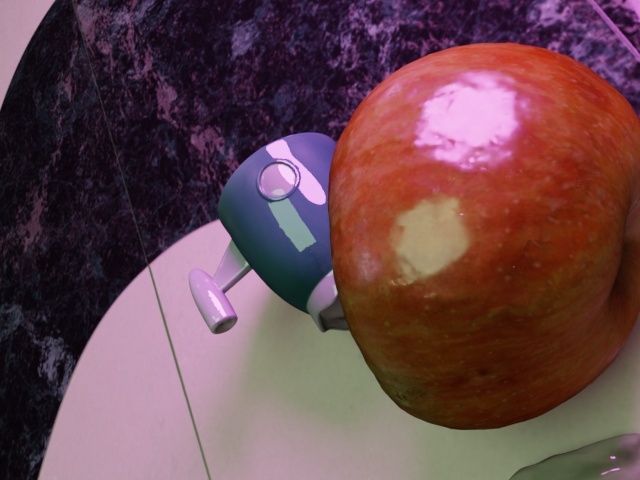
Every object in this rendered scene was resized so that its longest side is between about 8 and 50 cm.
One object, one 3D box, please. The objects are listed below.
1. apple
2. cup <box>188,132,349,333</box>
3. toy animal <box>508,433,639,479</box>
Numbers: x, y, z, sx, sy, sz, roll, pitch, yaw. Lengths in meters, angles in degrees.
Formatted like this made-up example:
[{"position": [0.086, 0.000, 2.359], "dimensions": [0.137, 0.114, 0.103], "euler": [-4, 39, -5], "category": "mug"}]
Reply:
[{"position": [0.147, -0.009, 0.628], "dimensions": [0.250, 0.277, 0.309], "euler": [-13, 83, 19], "category": "apple"}, {"position": [0.000, 0.000, 0.818], "dimensions": [0.299, 0.167, 0.173], "euler": [-36, 62, 0], "category": "cup"}, {"position": [0.182, 0.300, 0.571], "dimensions": [0.308, 0.188, 0.266], "euler": [-51, 43, 21], "category": "toy animal"}]
